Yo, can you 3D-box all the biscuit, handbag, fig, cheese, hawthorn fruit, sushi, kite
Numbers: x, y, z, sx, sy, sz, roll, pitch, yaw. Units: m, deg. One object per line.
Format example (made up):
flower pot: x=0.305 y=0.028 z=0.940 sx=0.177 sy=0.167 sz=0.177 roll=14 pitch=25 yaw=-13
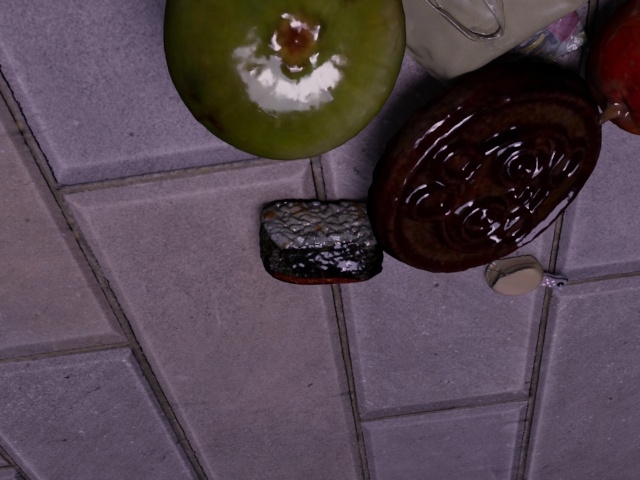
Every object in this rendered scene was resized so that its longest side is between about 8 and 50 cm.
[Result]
biscuit: x=0.268 y=-0.096 z=1.195 sx=0.407 sy=0.091 sz=0.407 roll=-16 pitch=142 yaw=-13
handbag: x=0.205 y=-0.340 z=0.985 sx=0.253 sy=0.109 sz=0.316 roll=31 pitch=142 yaw=-29
fig: x=-0.048 y=-0.250 z=0.943 sx=0.316 sy=0.316 sz=0.316 roll=-3 pitch=136 yaw=-3
cheese: x=0.419 y=0.070 z=1.507 sx=0.171 sy=0.047 sz=0.092 roll=-4 pitch=139 yaw=-2
hawthorn fruit: x=0.476 y=-0.242 z=1.056 sx=0.250 sy=0.215 sz=0.215 roll=-48 pitch=130 yaw=-6
sushi: x=0.000 y=0.000 z=1.327 sx=0.225 sy=0.136 sz=0.126 roll=-3 pitch=130 yaw=3
kite: x=0.349 y=-0.283 z=1.154 sx=0.360 sy=0.022 sz=0.204 roll=29 pitch=128 yaw=-30
